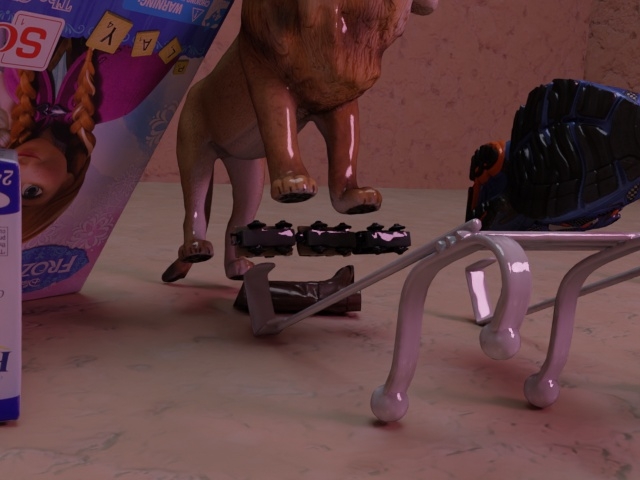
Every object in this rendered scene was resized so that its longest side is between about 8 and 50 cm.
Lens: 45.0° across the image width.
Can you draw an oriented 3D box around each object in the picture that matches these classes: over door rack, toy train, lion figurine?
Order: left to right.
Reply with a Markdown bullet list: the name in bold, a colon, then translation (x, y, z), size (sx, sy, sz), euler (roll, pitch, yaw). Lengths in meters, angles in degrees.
- **lion figurine**: translation (-0.053, -0.115, 0.666), size (0.142, 0.240, 0.392), euler (5, -20, -40)
- **toy train**: translation (0.000, 0.000, 0.604), size (0.158, 0.027, 0.036), euler (1, -10, -31)
- **over door rack**: translation (0.117, 0.054, 0.523), size (0.240, 0.108, 0.324), euler (0, -6, -25)

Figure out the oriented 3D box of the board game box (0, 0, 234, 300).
- **board game box**: translation (-0.247, -0.077, 0.532), size (0.066, 0.318, 0.319), euler (45, 27, 22)

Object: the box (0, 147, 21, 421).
- **box**: translation (-0.205, 0.018, 0.431), size (0.072, 0.137, 0.126), euler (0, 9, -21)

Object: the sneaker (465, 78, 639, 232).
- **sneaker**: translation (0.158, -0.044, 0.481), size (0.087, 0.083, 0.221), euler (3, -4, -6)

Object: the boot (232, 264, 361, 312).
- **boot**: translation (-0.024, 0.045, 0.723), size (0.114, 0.037, 0.106), euler (-1, 6, -4)
